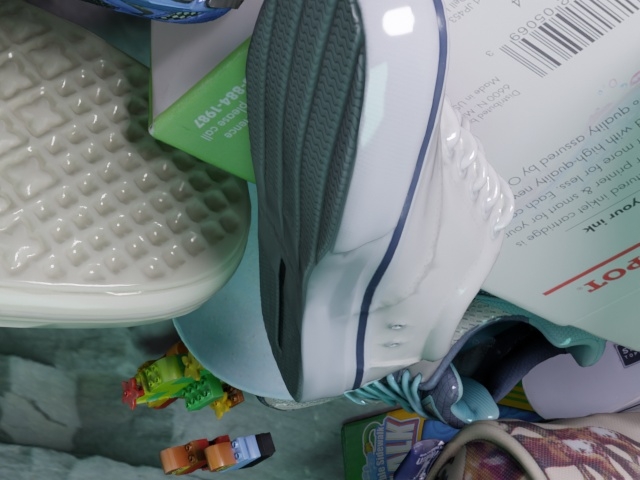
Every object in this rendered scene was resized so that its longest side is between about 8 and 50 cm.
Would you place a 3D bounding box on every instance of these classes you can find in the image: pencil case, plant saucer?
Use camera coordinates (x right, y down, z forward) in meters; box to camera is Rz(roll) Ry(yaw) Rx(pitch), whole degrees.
[{"bbox_3d":[0.250,0.186,0.783,0.410,0.160,0.183,0,165,-30],"label":"pencil case"},{"bbox_3d":[0.000,0.000,0.684,0.194,0.037,0.195,-9,118,-18],"label":"plant saucer"}]

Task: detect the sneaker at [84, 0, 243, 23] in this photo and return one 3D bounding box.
[{"bbox_3d":[-0.127,-0.136,0.453,0.221,0.083,0.087,22,162,3],"label":"sneaker"}]

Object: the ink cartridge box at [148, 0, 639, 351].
[{"bbox_3d":[0.120,-0.077,0.557,0.353,0.119,0.207,25,136,-37],"label":"ink cartridge box"}]

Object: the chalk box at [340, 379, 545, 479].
[{"bbox_3d":[0.130,0.246,1.010,0.288,0.179,0.180,-20,144,22],"label":"chalk box"}]

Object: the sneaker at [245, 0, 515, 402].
[{"bbox_3d":[0.026,-0.023,0.455,0.091,0.094,0.258,-17,154,-14],"label":"sneaker"}]

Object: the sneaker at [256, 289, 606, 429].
[{"bbox_3d":[0.060,0.069,0.775,0.283,0.122,0.110,-28,141,32],"label":"sneaker"}]

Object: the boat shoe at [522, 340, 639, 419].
[{"bbox_3d":[0.272,0.066,0.848,0.258,0.095,0.084,-18,165,25],"label":"boat shoe"}]

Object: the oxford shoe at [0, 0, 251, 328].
[{"bbox_3d":[-0.255,-0.036,0.533,0.449,0.169,0.130,8,143,-6],"label":"oxford shoe"}]

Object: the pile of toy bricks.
[{"bbox_3d":[-0.079,0.088,0.777,0.105,0.118,0.212,-2,154,-41],"label":"pile of toy bricks"}]
